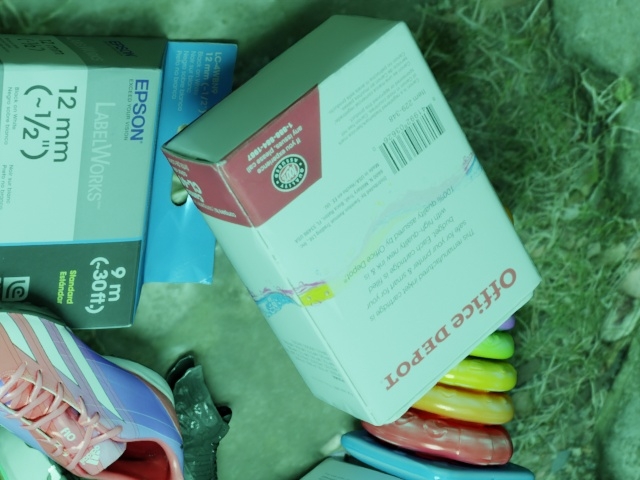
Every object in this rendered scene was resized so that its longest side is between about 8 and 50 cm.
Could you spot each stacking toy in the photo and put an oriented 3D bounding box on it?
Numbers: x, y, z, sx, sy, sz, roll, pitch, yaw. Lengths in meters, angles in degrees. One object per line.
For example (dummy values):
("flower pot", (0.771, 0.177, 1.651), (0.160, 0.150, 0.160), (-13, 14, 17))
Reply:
("stacking toy", (0.145, 0.104, 1.838), (0.175, 0.166, 0.302), (8, 96, -45))

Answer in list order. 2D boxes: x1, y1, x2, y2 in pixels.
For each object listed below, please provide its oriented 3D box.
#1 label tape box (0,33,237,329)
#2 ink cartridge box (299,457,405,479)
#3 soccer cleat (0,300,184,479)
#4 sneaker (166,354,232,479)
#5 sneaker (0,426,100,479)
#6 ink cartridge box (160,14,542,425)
("label tape box", (-0.229, -0.052, 1.589), (0.348, 0.115, 0.249), (-1, 111, -25))
("ink cartridge box", (0.015, 0.363, 1.805), (0.233, 0.168, 0.171), (-34, 128, -45))
("soccer cleat", (-0.231, 0.145, 1.564), (0.108, 0.116, 0.318), (-38, 142, 17))
("sneaker", (-0.119, 0.202, 1.787), (0.089, 0.051, 0.170), (-36, 119, -4))
("sneaker", (-0.251, 0.333, 1.744), (0.182, 0.158, 0.410), (-28, 119, 6))
("ink cartridge box", (0.032, -0.021, 1.614), (0.226, 0.131, 0.306), (-39, 118, -19))
